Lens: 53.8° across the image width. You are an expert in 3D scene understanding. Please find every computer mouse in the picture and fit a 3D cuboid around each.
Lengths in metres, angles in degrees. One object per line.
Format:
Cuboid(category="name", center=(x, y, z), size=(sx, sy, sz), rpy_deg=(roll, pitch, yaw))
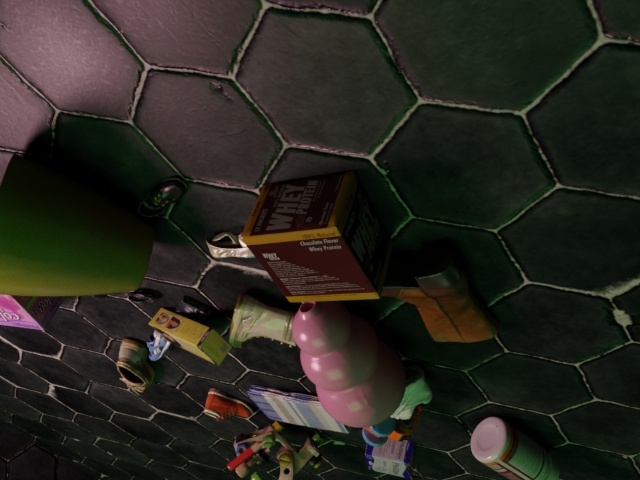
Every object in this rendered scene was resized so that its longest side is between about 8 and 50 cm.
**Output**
Cuboid(category="computer mouse", center=(-0.523, 0.121, 1.592), size=(0.242, 0.041, 0.071), rpy_deg=(8, 151, 3))

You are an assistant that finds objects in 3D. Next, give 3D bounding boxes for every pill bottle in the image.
Cuboid(category="pill bottle", center=(0.500, 0.551, 1.613), size=(0.221, 0.121, 0.121), rpy_deg=(35, 140, -21))

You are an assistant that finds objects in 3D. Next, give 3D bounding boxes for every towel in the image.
Cuboid(category="towel", center=(-0.060, 0.501, 1.870), size=(0.285, 0.034, 0.209), rpy_deg=(3, 143, 24))

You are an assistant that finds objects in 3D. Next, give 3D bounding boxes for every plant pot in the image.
Cuboid(category="plant pot", center=(-0.497, 0.003, 1.266), size=(0.293, 0.275, 0.275), rpy_deg=(17, 146, -23))

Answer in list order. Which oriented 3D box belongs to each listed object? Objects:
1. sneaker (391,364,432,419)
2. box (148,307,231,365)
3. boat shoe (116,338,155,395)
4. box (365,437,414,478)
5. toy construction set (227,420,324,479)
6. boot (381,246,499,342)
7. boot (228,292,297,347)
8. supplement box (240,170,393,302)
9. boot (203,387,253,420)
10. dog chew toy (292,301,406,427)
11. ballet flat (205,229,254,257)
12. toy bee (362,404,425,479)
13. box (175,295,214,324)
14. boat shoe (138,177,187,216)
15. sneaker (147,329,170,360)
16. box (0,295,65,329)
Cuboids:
Cuboid(category="sneaker", center=(0.167, 0.399, 1.522), size=(0.232, 0.090, 0.115), rpy_deg=(-27, 110, 18))
Cuboid(category="box", center=(-0.326, 0.235, 1.565), size=(0.232, 0.058, 0.087), rpy_deg=(10, 147, 45))
Cuboid(category="boat shoe", center=(-0.572, 0.396, 1.912), size=(0.104, 0.089, 0.285), rpy_deg=(14, 144, 5))
Cuboid(category="box", center=(0.212, 0.653, 1.912), size=(0.137, 0.072, 0.126), rpy_deg=(6, 142, 15))
Cuboid(category="toy construction set", center=(-0.127, 0.644, 1.947), size=(0.257, 0.237, 0.309), rpy_deg=(52, -179, 24))
Cuboid(category="boot", center=(0.189, 0.117, 1.255), size=(0.264, 0.096, 0.280), rpy_deg=(-13, 141, 25))
Cuboid(category="boot", center=(-0.129, 0.213, 1.500), size=(0.165, 0.077, 0.213), rpy_deg=(16, 143, -1))
Cuboid(category="supplement box", center=(0.000, 0.000, 1.122), size=(0.191, 0.129, 0.194), rpy_deg=(-6, 137, 29))
Cuboid(category="boot", center=(-0.288, 0.531, 1.966), size=(0.158, 0.085, 0.059), rpy_deg=(26, 141, -12))
Cuboid(category="dog chew toy", center=(0.052, 0.256, 1.381), size=(0.206, 0.207, 0.332), rpy_deg=(-10, 127, 33))
Cuboid(category="ballet flat", center=(-0.163, 0.006, 1.266), size=(0.168, 0.057, 0.052), rpy_deg=(-7, 126, 30))
Cuboid(category="toy bee", center=(0.182, 0.471, 1.655), size=(0.298, 0.162, 0.195), rpy_deg=(51, 147, 0))
Cuboid(category="box", center=(-0.315, 0.175, 1.577), size=(0.083, 0.018, 0.067), rpy_deg=(29, 143, -13))
Cuboid(category="boat shoe", center=(-0.306, -0.082, 1.228), size=(0.133, 0.042, 0.049), rpy_deg=(-23, 125, 40))
Cuboid(category="sneaker", center=(-0.453, 0.286, 1.753), size=(0.059, 0.053, 0.144), rpy_deg=(29, 134, -14))
Cuboid(category="box", center=(-0.836, 0.111, 1.642), size=(0.213, 0.117, 0.243), rpy_deg=(3, 141, 20))
